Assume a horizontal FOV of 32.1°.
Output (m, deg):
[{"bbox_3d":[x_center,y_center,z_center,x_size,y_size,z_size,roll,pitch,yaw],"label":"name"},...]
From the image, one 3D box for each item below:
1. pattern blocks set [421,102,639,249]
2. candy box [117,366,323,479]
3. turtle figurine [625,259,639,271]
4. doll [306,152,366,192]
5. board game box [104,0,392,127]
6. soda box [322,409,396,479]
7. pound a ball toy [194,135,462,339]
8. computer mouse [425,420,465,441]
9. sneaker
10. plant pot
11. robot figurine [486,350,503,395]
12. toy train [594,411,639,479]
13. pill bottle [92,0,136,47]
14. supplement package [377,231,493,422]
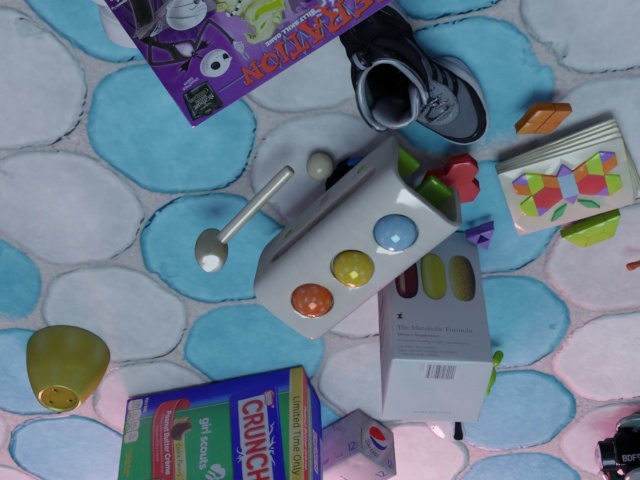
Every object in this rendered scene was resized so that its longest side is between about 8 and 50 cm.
[{"bbox_3d":[0.332,-0.080,1.502,0.324,0.026,0.285,-28,134,23],"label":"pattern blocks set"},{"bbox_3d":[-0.160,0.368,1.795,0.317,0.268,0.122,-11,137,10],"label":"candy box"},{"bbox_3d":[0.571,-0.011,1.542,0.269,0.087,0.217,-2,134,2],"label":"turtle figurine"},{"bbox_3d":[0.060,-0.063,1.526,0.189,0.046,0.129,28,127,-25],"label":"doll"},{"bbox_3d":[-0.045,-0.290,1.203,0.346,0.056,0.208,-33,141,0],"label":"board game box"},{"bbox_3d":[-0.005,0.410,1.956,0.286,0.091,0.098,-35,126,30],"label":"soda box"},{"bbox_3d":[0.000,0.000,1.462,0.208,0.136,0.319,38,121,-21],"label":"pound a ball toy"},{"bbox_3d":[0.196,0.283,1.836,0.106,0.042,0.193,26,151,37],"label":"computer mouse"},{"bbox_3d":[0.114,-0.171,1.344,0.101,0.153,0.268,-31,127,28],"label":"sneaker"},{"bbox_3d":[-0.408,0.215,1.767,0.134,0.095,0.134,1,135,1],"label":"plant pot"},{"bbox_3d":[0.239,0.199,1.765,0.101,0.067,0.115,-7,135,24],"label":"robot figurine"},{"bbox_3d":[0.635,0.377,1.895,0.333,0.142,0.190,-6,144,7],"label":"toy train"},{"bbox_3d":[-0.210,-0.337,1.198,0.136,0.136,0.246,-3,134,4],"label":"pill bottle"},{"bbox_3d":[0.154,0.115,1.561,0.139,0.244,0.134,2,135,-3],"label":"supplement package"}]
